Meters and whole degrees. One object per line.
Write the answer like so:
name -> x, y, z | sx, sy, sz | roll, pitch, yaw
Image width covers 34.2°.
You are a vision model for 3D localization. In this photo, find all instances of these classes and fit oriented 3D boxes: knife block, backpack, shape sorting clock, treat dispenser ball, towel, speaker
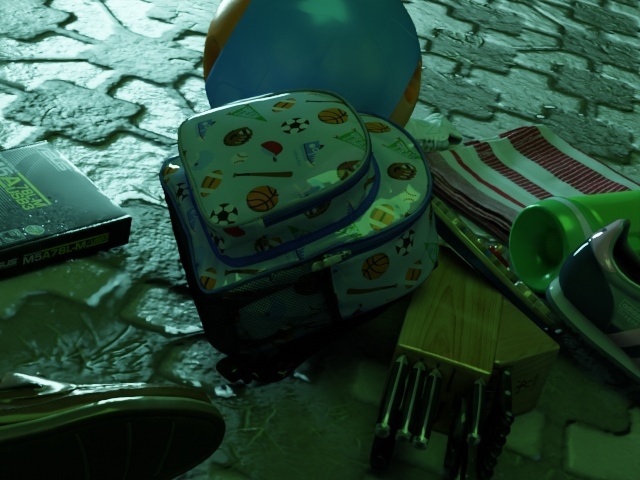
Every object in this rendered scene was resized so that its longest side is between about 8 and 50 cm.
knife block -> 0.102, 0.122, 1.046 | 0.242, 0.088, 0.275 | -8, 38, -33
backpack -> -0.016, -0.032, 1.059 | 0.264, 0.213, 0.276 | -14, 48, -12
shape sorting clock -> 0.195, 0.021, 1.199 | 0.206, 0.040, 0.206 | 42, 4, -3
treat dispenser ball -> -0.010, -0.226, 1.366 | 0.288, 0.288, 0.288 | 10, 31, -6
towel -> 0.312, -0.086, 1.515 | 0.329, 0.037, 0.237 | -16, 43, -40
speaker -> 0.389, -0.003, 1.326 | 0.297, 0.131, 0.131 | -6, 37, -30

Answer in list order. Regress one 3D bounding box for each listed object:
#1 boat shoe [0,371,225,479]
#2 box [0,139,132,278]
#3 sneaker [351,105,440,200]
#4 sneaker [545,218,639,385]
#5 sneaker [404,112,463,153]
boat shoe -> -0.233, 0.151, 0.847 | 0.307, 0.110, 0.104 | -4, 37, -27
box -> -0.341, -0.038, 1.171 | 0.184, 0.045, 0.191 | -19, 45, -39
sneaker -> 0.088, -0.085, 1.252 | 0.097, 0.234, 0.084 | -3, 59, 27
sneaker -> 0.401, 0.106, 1.122 | 0.319, 0.131, 0.112 | 38, 29, 16
sneaker -> 0.155, -0.153, 1.542 | 0.152, 0.053, 0.061 | -18, 46, -42
